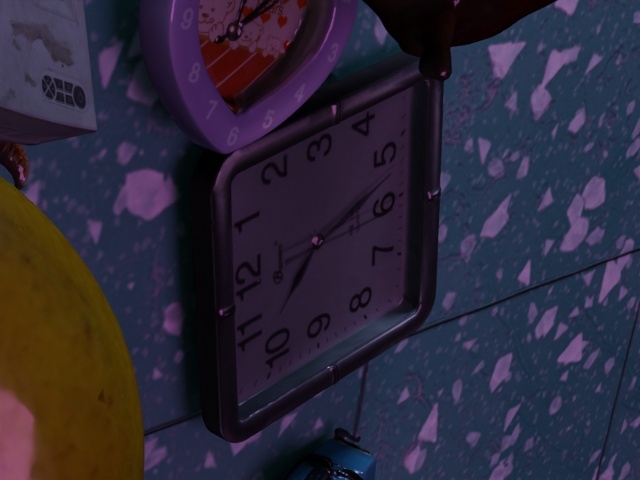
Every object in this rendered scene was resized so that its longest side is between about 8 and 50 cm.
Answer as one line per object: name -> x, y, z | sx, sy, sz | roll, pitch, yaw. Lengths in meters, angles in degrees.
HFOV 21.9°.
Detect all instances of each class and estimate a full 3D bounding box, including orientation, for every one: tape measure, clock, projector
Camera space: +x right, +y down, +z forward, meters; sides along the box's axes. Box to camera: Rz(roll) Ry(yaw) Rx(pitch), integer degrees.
tape measure -> -0.006, 0.256, 1.486 | 0.125, 0.081, 0.146 | -40, 144, -56
clock -> -0.063, -0.150, 1.177 | 0.198, 0.064, 0.172 | 4, 108, -52
clock -> -0.001, 0.000, 1.362 | 0.279, 0.049, 0.273 | -28, 131, -39
projector -> -0.198, -0.122, 0.980 | 0.147, 0.061, 0.115 | 13, 70, -67

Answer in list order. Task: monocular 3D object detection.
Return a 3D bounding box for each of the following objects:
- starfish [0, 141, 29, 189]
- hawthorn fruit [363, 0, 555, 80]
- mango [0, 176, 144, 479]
starfish -> -0.278, -0.035, 0.987 | 0.238, 0.071, 0.216 | -13, 117, -48
hawthorn fruit -> 0.114, -0.296, 1.106 | 0.308, 0.308, 0.324 | -22, 115, -43
mango -> -0.275, 0.052, 0.823 | 0.301, 0.220, 0.445 | -35, 113, -6
